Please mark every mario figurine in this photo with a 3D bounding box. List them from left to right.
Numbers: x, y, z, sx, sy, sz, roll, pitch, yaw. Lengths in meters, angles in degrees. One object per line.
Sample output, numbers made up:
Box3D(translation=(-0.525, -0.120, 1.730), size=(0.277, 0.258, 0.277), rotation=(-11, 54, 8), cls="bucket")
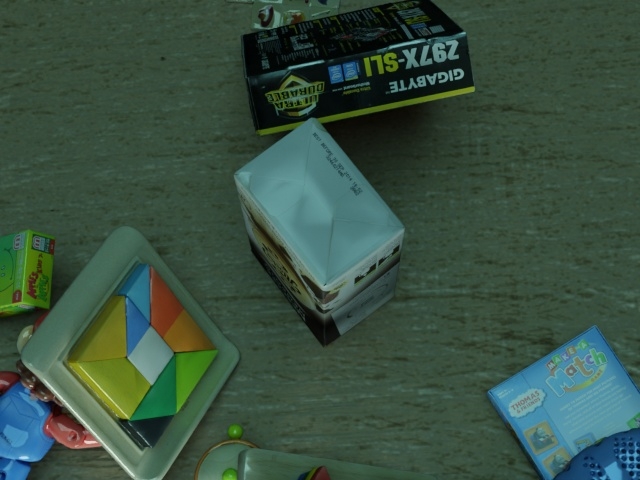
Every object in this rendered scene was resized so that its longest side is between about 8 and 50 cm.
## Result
Box3D(translation=(-0.342, 0.216, 1.667), size=(0.198, 0.170, 0.320), rotation=(39, 90, -24), cls="mario figurine")

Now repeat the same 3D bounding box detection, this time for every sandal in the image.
Box3D(translation=(0.276, 0.331, 1.540), size=(0.317, 0.138, 0.126), rotation=(-40, 73, 5), cls="sandal")

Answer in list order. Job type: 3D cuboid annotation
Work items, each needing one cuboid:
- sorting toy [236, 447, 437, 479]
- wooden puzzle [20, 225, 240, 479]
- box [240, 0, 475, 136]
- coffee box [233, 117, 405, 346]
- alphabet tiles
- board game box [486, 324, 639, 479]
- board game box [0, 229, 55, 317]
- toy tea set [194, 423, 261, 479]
Box3D(translation=(0.032, 0.374, 1.529), size=(0.257, 0.089, 0.256), rotation=(12, 68, -23), cls="sorting toy")
Box3D(translation=(-0.214, 0.136, 1.601), size=(0.239, 0.044, 0.221), rotation=(51, 54, -27), cls="wooden puzzle")
Box3D(translation=(0.034, -0.221, 1.654), size=(0.257, 0.322, 0.079), rotation=(-11, 108, -1), cls="box")
Box3D(translation=(0.000, 0.000, 1.596), size=(0.119, 0.297, 0.168), rotation=(-36, 75, -9), cls="coffee box")
Box3D(translation=(-0.025, -0.395, 1.861), size=(0.198, 0.009, 0.237), rotation=(5, 75, 4), cls="alphabet tiles")
Box3D(translation=(0.327, 0.234, 1.646), size=(0.160, 0.039, 0.212), rotation=(-31, 77, -5), cls="board game box")
Box3D(translation=(-0.407, 0.049, 1.682), size=(0.181, 0.043, 0.092), rotation=(-12, 70, 40), cls="board game box")
Box3D(translation=(-0.085, 0.389, 1.579), size=(0.200, 0.124, 0.336), rotation=(-37, 76, -8), cls="toy tea set")
